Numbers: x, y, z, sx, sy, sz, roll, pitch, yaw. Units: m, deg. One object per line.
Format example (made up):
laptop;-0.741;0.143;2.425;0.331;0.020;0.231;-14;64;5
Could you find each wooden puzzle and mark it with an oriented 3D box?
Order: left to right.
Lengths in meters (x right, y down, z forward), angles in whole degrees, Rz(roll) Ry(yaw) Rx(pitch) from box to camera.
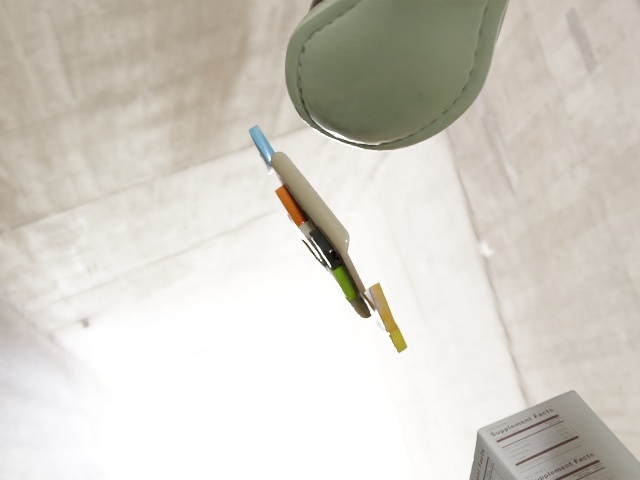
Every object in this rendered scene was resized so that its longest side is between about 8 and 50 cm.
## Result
wooden puzzle;0.000;0.000;0.579;0.116;0.014;0.079;51;-11;39

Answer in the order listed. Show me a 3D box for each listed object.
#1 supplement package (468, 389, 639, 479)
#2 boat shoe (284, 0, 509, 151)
supplement package;0.277;0.301;1.270;0.244;0.133;0.139;52;-30;40
boat shoe;0.042;-0.112;0.479;0.228;0.081;0.069;120;-12;-63
